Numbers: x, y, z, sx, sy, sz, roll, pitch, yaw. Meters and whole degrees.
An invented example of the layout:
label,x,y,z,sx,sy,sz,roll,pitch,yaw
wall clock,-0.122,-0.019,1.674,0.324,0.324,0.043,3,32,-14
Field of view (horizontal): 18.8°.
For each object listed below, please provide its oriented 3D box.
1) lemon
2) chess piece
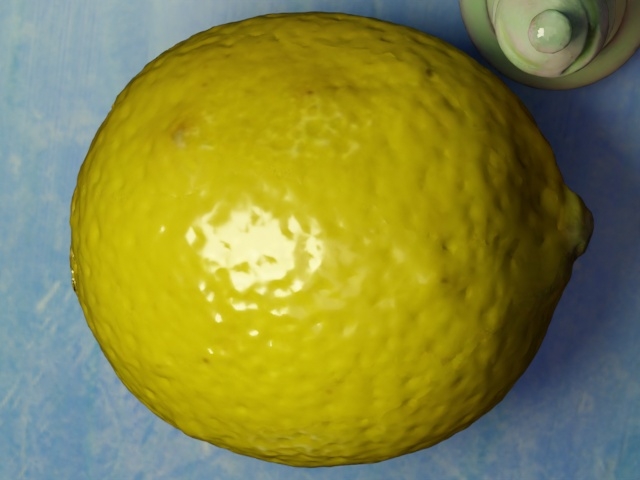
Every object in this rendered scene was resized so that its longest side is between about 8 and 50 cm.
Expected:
label,x,y,z,sx,sy,sz,roll,pitch,yaw
lemon,-0.002,0.000,1.306,0.336,0.336,0.336,2,103,8
chess piece,0.154,-0.151,1.266,0.139,0.271,0.139,2,104,7
